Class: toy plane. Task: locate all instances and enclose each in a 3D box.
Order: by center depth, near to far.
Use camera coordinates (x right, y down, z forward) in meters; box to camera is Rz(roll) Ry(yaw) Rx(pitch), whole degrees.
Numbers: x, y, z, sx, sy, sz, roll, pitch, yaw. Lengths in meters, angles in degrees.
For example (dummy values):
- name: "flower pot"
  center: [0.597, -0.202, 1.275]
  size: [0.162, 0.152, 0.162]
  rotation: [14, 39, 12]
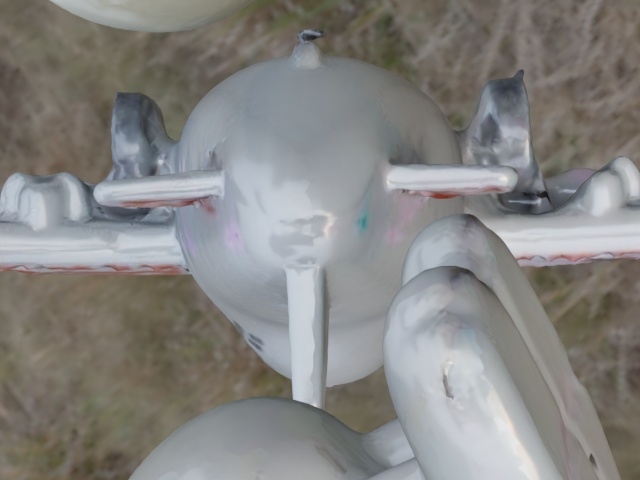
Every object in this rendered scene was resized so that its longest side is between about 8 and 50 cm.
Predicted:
- name: "toy plane"
  center: [0.000, -0.004, 0.614]
  size: [0.252, 0.252, 0.118]
  rotation: [-2, 89, 54]

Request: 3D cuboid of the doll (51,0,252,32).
- name: "doll"
  center: [0.032, -0.210, 0.419]
  size: [0.370, 0.215, 0.226]
  rotation: [-17, 107, 51]

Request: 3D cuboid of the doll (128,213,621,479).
- name: "doll"
  center: [-0.074, 0.097, 0.395]
  size: [0.271, 0.208, 0.144]
  rotation: [-26, 99, 32]
